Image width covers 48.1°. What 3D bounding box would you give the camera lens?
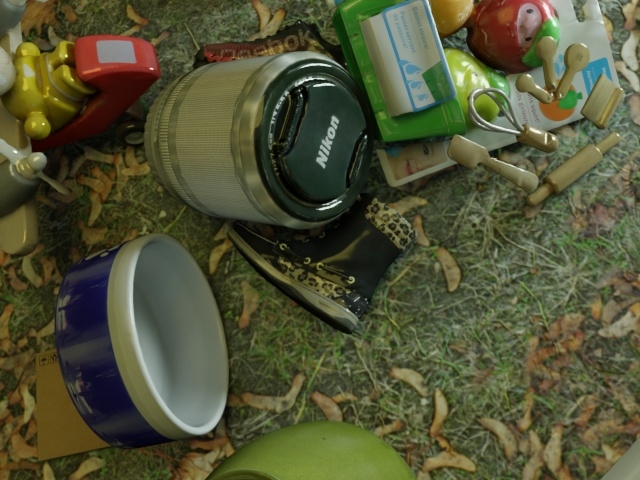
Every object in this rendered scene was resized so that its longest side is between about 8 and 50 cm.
[{"bbox_3d":[-0.083,-0.133,0.964,0.274,0.219,0.219,9,72,46],"label":"camera lens"}]

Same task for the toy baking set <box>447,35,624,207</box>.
[{"bbox_3d":[0.285,-0.147,0.941,0.256,0.197,0.030,-40,21,-7],"label":"toy baking set"}]

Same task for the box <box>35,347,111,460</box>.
[{"bbox_3d":[-0.328,0.226,1.061,0.201,0.021,0.164,-14,68,10],"label":"box"}]

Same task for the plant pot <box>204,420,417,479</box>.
[{"bbox_3d":[-0.032,0.327,0.794,0.274,0.293,0.275,-5,70,14],"label":"plant pot"}]

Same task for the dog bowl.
[{"bbox_3d":[-0.221,0.130,0.931,0.104,0.265,0.265,-16,68,12],"label":"dog bowl"}]

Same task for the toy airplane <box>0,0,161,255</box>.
[{"bbox_3d":[-0.486,-0.213,1.121,0.386,0.272,0.384,28,81,22],"label":"toy airplane"}]

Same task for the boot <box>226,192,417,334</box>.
[{"bbox_3d":[0.001,0.001,1.017,0.236,0.085,0.178,34,79,23],"label":"boot"}]

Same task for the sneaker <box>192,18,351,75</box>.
[{"bbox_3d":[-0.063,-0.278,1.119,0.276,0.097,0.135,14,76,18],"label":"sneaker"}]

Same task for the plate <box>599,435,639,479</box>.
[{"bbox_3d":[0.459,0.326,0.792,0.277,0.045,0.278,-46,67,-4],"label":"plate"}]

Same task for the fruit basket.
[{"bbox_3d":[0.207,-0.278,0.962,0.353,0.165,0.327,-18,101,5],"label":"fruit basket"}]
